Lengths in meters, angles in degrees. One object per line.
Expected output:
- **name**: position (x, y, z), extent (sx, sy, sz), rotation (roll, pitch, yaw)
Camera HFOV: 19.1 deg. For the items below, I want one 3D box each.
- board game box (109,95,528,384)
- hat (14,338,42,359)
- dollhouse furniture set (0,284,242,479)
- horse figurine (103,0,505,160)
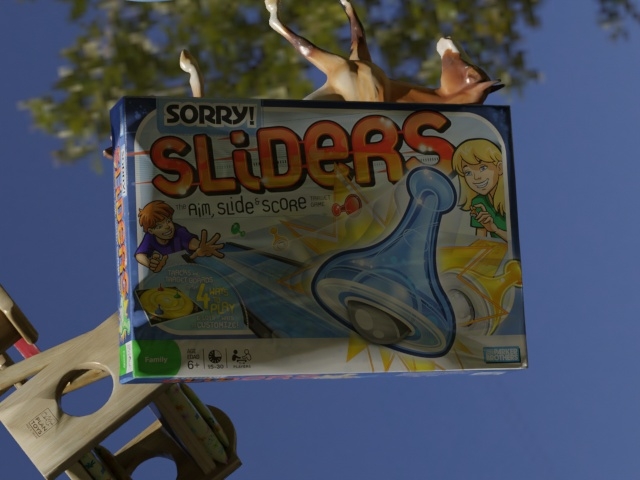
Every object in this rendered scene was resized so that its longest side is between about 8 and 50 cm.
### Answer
- **board game box**: position (0.000, 0.000, 0.931), extent (0.201, 0.035, 0.136), rotation (-1, -99, -18)
- **hat**: position (-0.281, -0.017, 1.527), extent (0.173, 0.183, 0.208), rotation (-62, -26, -22)
- **dollhouse furniture set**: position (-0.125, 0.096, 1.107), extent (0.101, 0.161, 0.182), rotation (-38, -36, -9)
- **horse figurine**: position (-0.022, -0.091, 1.377), extent (0.263, 0.174, 0.066), rotation (-33, -24, -13)
